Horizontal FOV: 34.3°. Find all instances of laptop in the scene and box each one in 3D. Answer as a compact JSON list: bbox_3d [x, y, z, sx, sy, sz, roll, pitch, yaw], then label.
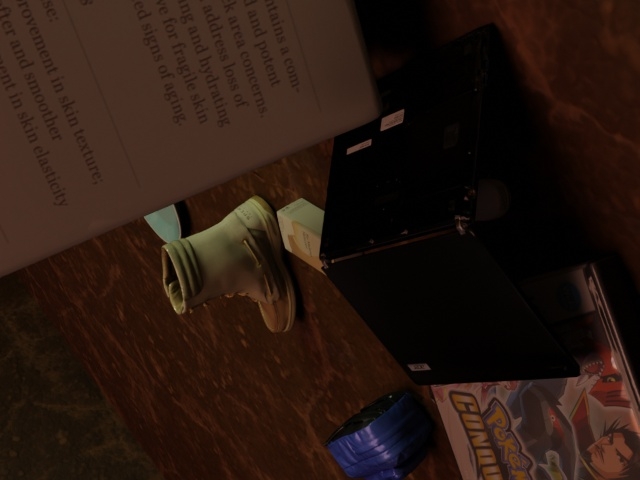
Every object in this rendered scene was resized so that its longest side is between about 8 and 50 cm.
[{"bbox_3d":[0.113,-0.017,0.919,0.234,0.136,0.265,-17,62,58],"label":"laptop"}]

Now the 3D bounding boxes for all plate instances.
[{"bbox_3d":[-0.272,-0.080,1.695,0.188,0.024,0.188,45,152,31],"label":"plate"}]

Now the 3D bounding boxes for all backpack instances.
[{"bbox_3d":[0.085,0.247,1.294,0.101,0.098,0.120,48,142,4],"label":"backpack"}]

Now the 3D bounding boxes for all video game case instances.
[{"bbox_3d":[0.204,0.170,0.920,0.248,0.035,0.275,-23,84,53],"label":"video game case"}]

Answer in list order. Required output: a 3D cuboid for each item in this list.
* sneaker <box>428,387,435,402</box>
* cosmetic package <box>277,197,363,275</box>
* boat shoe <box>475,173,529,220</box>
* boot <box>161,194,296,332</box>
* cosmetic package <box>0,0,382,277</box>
[{"bbox_3d":[0.157,0.167,1.080,0.072,0.077,0.178,63,156,-6],"label":"sneaker"},{"bbox_3d":[0.000,0.000,1.237,0.115,0.041,0.060,31,143,47],"label":"cosmetic package"},{"bbox_3d":[0.131,-0.038,0.939,0.142,0.040,0.049,9,108,60],"label":"boat shoe"},{"bbox_3d":[-0.123,0.062,1.391,0.077,0.165,0.213,33,143,46],"label":"boot"},{"bbox_3d":[-0.213,-0.219,0.896,0.327,0.393,0.330,-134,23,-60],"label":"cosmetic package"}]
